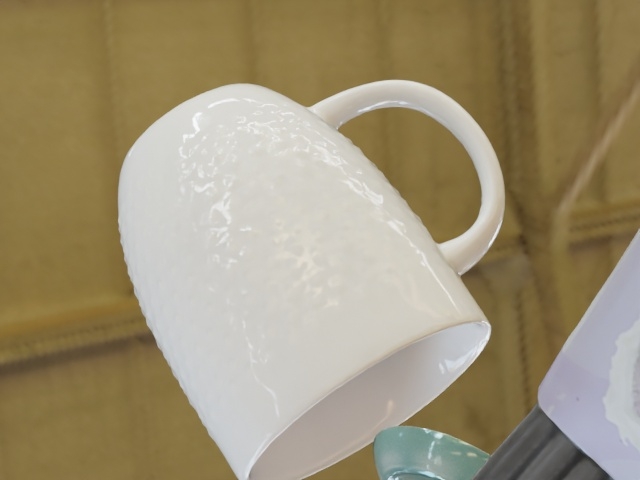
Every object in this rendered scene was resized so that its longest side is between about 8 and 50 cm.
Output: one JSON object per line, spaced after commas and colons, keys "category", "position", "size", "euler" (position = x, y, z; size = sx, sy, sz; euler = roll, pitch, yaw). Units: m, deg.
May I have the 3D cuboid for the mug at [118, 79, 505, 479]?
{"category": "mug", "position": [0.000, 0.000, 1.671], "size": [0.374, 0.328, 0.276], "euler": [-33, -18, 0]}

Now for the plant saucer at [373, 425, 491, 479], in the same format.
{"category": "plant saucer", "position": [0.081, 0.157, 1.061], "size": [0.021, 0.119, 0.119], "euler": [-58, -43, -28]}

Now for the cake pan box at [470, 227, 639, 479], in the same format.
{"category": "cake pan box", "position": [0.127, 0.039, 0.440], "size": [0.267, 0.070, 0.246], "euler": [-29, -26, -37]}
